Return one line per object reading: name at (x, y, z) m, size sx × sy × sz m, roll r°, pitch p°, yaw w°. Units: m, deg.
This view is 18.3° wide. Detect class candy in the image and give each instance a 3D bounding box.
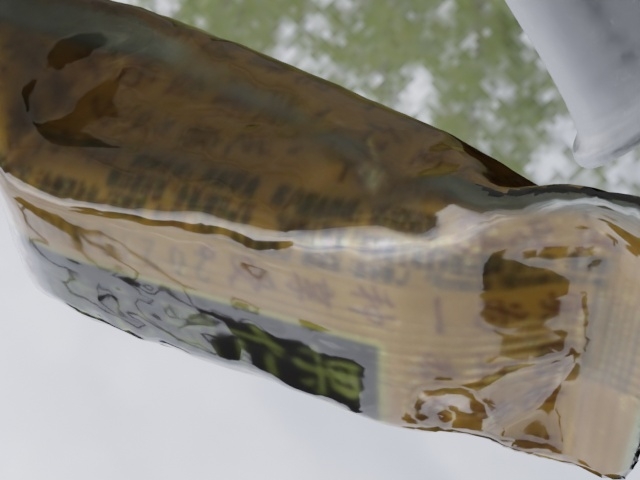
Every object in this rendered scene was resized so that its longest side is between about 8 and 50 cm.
candy at (0.000, 0.000, 0.698) m, size 0.271 × 0.143 × 0.101 m, roll 19°, pitch -127°, yaw 21°

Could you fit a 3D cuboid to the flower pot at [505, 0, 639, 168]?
flower pot at (0.173, -0.170, 1.039) m, size 0.148 × 0.235 × 0.235 m, roll 44°, pitch -156°, yaw -7°
